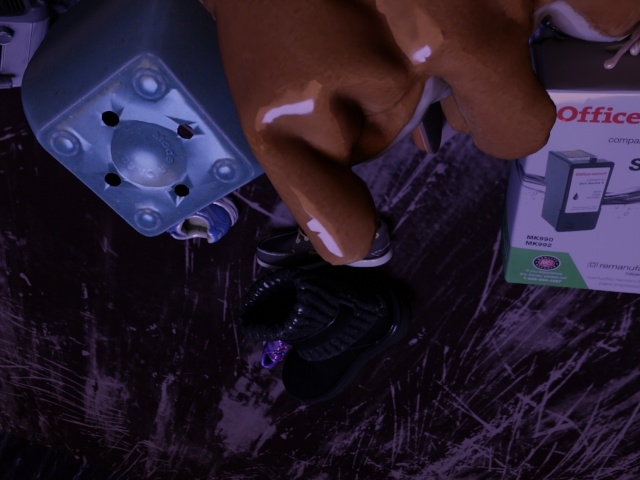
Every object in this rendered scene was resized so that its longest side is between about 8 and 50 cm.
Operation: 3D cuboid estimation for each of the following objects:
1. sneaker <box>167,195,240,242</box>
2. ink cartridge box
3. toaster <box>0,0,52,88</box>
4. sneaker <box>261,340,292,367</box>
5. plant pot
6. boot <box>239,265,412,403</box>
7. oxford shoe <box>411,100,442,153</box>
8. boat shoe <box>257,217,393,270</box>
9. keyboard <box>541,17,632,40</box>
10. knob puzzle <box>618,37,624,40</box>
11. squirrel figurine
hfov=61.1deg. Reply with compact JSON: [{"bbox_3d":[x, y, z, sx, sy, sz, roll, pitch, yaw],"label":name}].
[{"bbox_3d":[-0.245,-0.054,0.903,0.211,0.081,0.080,12,137,9],"label":"sneaker"},{"bbox_3d":[0.343,-0.080,0.654,0.211,0.121,0.289,4,133,14],"label":"ink cartridge box"},{"bbox_3d":[-0.419,-0.295,0.662,0.227,0.129,0.146,60,139,17],"label":"toaster"},{"bbox_3d":[-0.077,0.212,1.113,0.068,0.071,0.170,24,134,-6],"label":"sneaker"},{"bbox_3d":[-0.156,-0.153,0.584,0.247,0.252,0.248,-27,125,19],"label":"plant pot"},{"bbox_3d":[-0.037,0.173,0.948,0.260,0.131,0.348,10,133,-38],"label":"boot"},{"bbox_3d":[0.093,-0.199,0.663,0.076,0.076,0.212,-9,119,36],"label":"oxford shoe"},{"bbox_3d":[0.000,0.000,0.879,0.228,0.081,0.069,-4,129,12],"label":"boat shoe"},{"bbox_3d":[0.265,-0.270,0.568,0.180,0.023,0.108,24,129,-4],"label":"keyboard"},{"bbox_3d":[0.302,-0.310,0.494,0.213,0.030,0.213,7,128,9],"label":"knob puzzle"},{"bbox_3d":[0.088,-0.249,0.430,0.370,0.281,0.397,-28,106,22],"label":"squirrel figurine"}]
